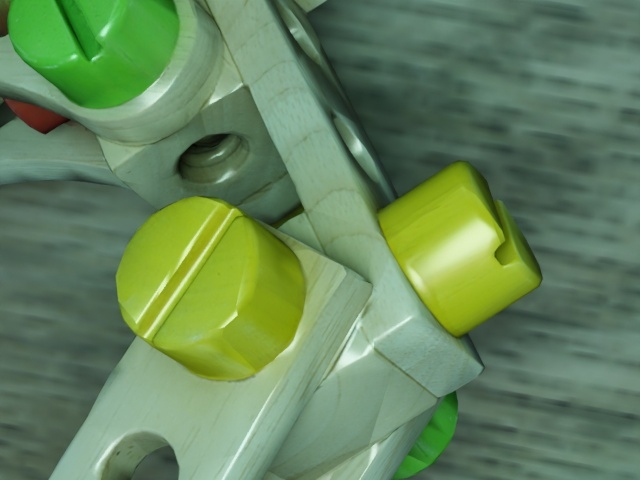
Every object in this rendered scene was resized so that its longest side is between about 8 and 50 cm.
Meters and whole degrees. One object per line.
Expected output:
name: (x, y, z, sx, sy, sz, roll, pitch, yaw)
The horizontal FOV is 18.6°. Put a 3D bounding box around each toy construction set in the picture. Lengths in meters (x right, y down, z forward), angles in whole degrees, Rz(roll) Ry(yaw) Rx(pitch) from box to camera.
toy construction set: (0.000, 0.000, 0.504, 0.237, 0.257, 0.309, -36, 121, 4)
